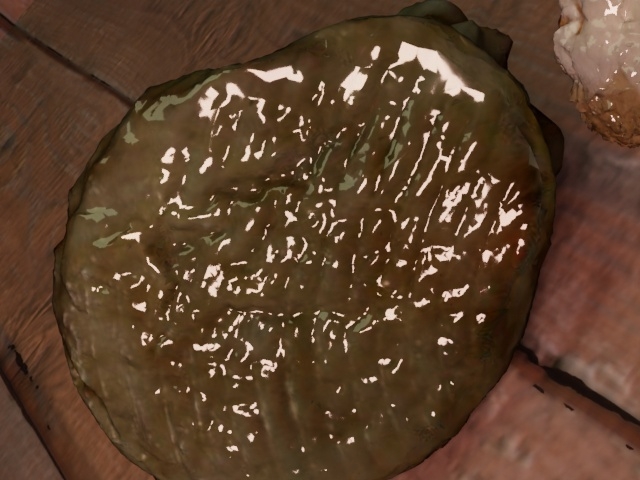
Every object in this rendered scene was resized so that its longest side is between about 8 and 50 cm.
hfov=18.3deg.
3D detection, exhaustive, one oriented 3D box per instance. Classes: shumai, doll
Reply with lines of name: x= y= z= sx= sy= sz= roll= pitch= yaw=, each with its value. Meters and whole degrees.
shumai: x=0.000 y=0.000 z=1.009 sx=0.271 sy=0.222 sz=0.203 roll=-27 pitch=8 yaw=4
doll: x=0.197 y=-0.098 z=0.865 sx=0.221 sy=0.115 sz=0.105 roll=-12 pitch=61 yaw=55

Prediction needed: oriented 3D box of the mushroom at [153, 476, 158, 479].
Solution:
mushroom: x=-0.048 y=0.084 z=1.083 sx=0.127 sy=0.087 sz=0.127 roll=-38 pitch=28 yaw=25
